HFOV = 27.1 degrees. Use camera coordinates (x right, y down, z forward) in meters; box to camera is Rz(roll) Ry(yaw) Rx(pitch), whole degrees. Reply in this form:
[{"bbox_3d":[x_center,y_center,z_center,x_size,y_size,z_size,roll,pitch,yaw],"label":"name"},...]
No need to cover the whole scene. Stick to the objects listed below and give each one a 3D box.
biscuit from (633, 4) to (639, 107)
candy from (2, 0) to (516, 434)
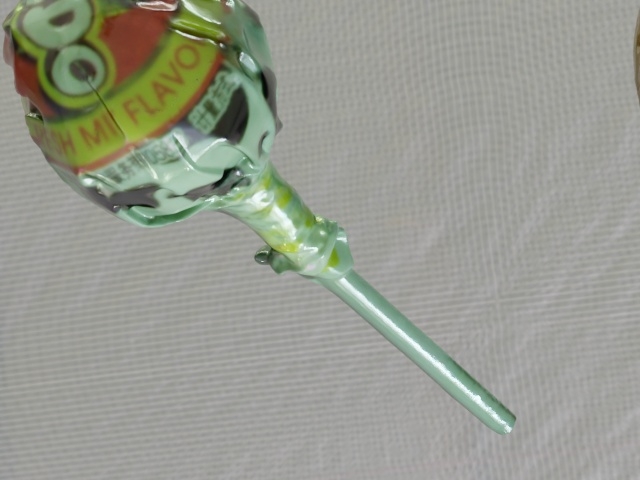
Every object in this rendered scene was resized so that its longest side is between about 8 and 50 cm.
[{"bbox_3d":[0.226,-0.073,0.555,0.181,0.049,0.208,-16,-101,-4],"label":"biscuit"},{"bbox_3d":[0.000,0.000,0.506,0.083,0.305,0.091,-26,-134,22],"label":"candy"}]
